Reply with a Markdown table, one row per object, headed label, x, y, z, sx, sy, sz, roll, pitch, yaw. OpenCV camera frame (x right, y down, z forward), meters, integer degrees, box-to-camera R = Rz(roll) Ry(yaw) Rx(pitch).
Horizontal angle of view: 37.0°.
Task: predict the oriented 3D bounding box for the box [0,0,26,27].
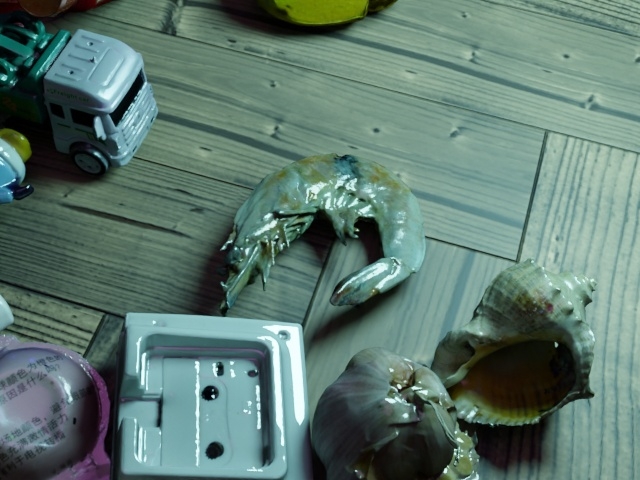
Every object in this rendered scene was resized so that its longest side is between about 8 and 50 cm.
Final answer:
| label | x | y | z | sx | sy | sz | roll | pitch | yaw |
| --- | --- | --- | --- | --- | --- | --- | --- | --- | --- |
| box | -0.509 | -0.389 | 1.528 | 0.112 | 0.048 | 0.175 | 1 | 57 | -3 |

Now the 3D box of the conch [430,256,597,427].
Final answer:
| label | x | y | z | sx | sy | sz | roll | pitch | yaw |
| --- | --- | --- | --- | --- | --- | --- | --- | --- | --- |
| conch | 0.241 | 0.133 | 1.162 | 0.245 | 0.163 | 0.178 | -34 | 43 | 10 |

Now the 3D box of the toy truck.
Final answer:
| label | x | y | z | sx | sy | sz | roll | pitch | yaw |
| --- | --- | --- | --- | --- | --- | --- | --- | --- | --- |
| toy truck | -0.420 | -0.229 | 1.354 | 0.363 | 0.178 | 0.176 | 19 | 57 | 6 |

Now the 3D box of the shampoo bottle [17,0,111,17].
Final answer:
| label | x | y | z | sx | sy | sz | roll | pitch | yaw |
| --- | --- | --- | --- | --- | --- | --- | --- | --- | --- |
| shampoo bottle | -0.357 | -0.395 | 1.432 | 0.118 | 0.076 | 0.314 | 24 | 24 | 0 |

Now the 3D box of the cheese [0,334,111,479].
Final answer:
| label | x | y | z | sx | sy | sz | roll | pitch | yaw |
| --- | --- | --- | --- | --- | --- | --- | --- | --- | --- |
| cheese | -0.317 | 0.234 | 1.110 | 0.189 | 0.074 | 0.286 | -35 | 78 | -20 |

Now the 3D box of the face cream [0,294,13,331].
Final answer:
| label | x | y | z | sx | sy | sz | roll | pitch | yaw |
| --- | --- | --- | --- | --- | --- | --- | --- | --- | --- |
| face cream | -0.498 | 0.149 | 1.152 | 0.269 | 0.082 | 0.082 | -37 | 65 | -22 |

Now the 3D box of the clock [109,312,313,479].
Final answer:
| label | x | y | z | sx | sy | sz | roll | pitch | yaw |
| --- | --- | --- | --- | --- | --- | --- | --- | --- | --- |
| clock | -0.123 | 0.204 | 1.100 | 0.231 | 0.116 | 0.262 | 3 | 56 | -11 |

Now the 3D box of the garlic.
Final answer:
| label | x | y | z | sx | sy | sz | roll | pitch | yaw |
| --- | --- | --- | --- | --- | --- | --- | --- | --- | --- |
| garlic | 0.116 | 0.230 | 1.067 | 0.207 | 0.207 | 0.257 | -46 | 25 | -27 |

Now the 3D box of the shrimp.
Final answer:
| label | x | y | z | sx | sy | sz | roll | pitch | yaw |
| --- | --- | --- | --- | --- | --- | --- | --- | --- | --- |
| shrimp | 0.000 | 0.000 | 1.262 | 0.247 | 0.085 | 0.360 | 35 | 50 | 19 |

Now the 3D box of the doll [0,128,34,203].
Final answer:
| label | x | y | z | sx | sy | sz | roll | pitch | yaw |
| --- | --- | --- | --- | --- | --- | --- | --- | --- | --- |
| doll | -0.497 | -0.032 | 1.239 | 0.177 | 0.141 | 0.314 | 21 | 55 | 5 |

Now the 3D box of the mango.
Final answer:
| label | x | y | z | sx | sy | sz | roll | pitch | yaw |
| --- | --- | --- | --- | --- | --- | --- | --- | --- | --- |
| mango | 0.013 | -0.421 | 1.530 | 0.262 | 0.130 | 0.167 | 6 | 51 | -6 |
